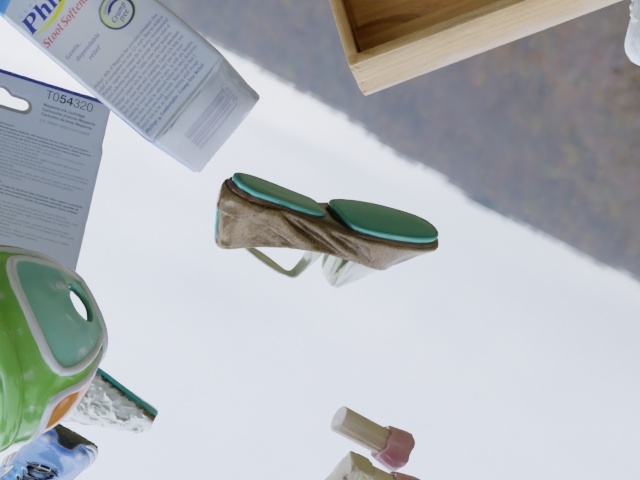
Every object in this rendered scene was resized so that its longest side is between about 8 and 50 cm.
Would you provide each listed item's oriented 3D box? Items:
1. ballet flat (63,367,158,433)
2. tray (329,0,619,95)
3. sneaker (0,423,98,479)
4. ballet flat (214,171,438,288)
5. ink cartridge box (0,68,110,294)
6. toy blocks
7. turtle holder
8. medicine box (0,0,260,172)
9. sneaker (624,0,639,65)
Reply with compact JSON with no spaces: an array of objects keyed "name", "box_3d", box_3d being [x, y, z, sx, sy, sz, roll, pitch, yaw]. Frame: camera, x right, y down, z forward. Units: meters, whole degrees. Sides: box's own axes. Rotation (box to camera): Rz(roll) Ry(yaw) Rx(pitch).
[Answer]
[{"name":"ballet flat","box_3d":[-0.440,0.201,2.459,0.409,0.147,0.147,38,-166,13]},{"name":"tray","box_3d":[0.210,-0.329,1.761,0.076,0.411,0.202,59,-166,-59]},{"name":"sneaker","box_3d":[-0.481,0.411,2.613,0.130,0.330,0.147,31,-130,-10]},{"name":"ballet flat","box_3d":[0.000,0.000,2.121,0.342,0.124,0.116,11,-156,-33]},{"name":"ink cartridge box","box_3d":[-0.486,-0.082,2.191,0.324,0.330,0.071,17,161,-19]},{"name":"toy blocks","box_3d":[0.077,0.462,2.241,0.260,0.288,0.309,31,-159,-20]},{"name":"turtle holder","box_3d":[-0.414,0.106,1.940,0.227,0.243,0.320,-19,-128,-39]},{"name":"medicine box","box_3d":[-0.252,-0.251,2.074,0.289,0.149,0.263,40,-179,11]},{"name":"sneaker","box_3d":[0.495,-0.396,2.328,0.123,0.290,0.106,16,164,29]}]
